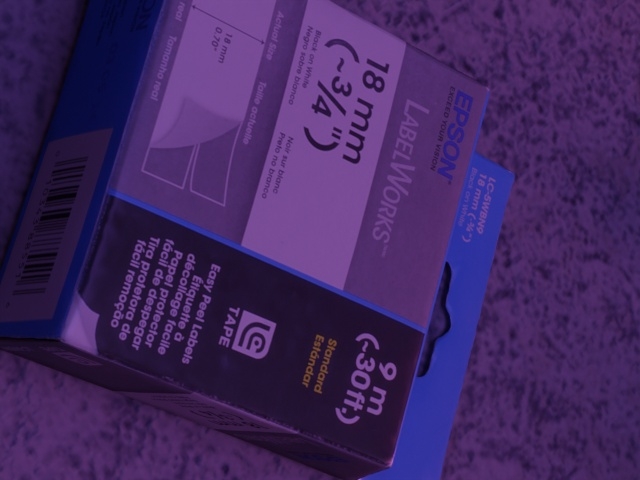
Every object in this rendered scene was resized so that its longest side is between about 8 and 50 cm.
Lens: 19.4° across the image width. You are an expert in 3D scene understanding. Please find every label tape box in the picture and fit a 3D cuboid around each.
[{"bbox_3d":[0.000,0.000,1.089,0.334,0.106,0.240,24,73,-31],"label":"label tape box"}]
